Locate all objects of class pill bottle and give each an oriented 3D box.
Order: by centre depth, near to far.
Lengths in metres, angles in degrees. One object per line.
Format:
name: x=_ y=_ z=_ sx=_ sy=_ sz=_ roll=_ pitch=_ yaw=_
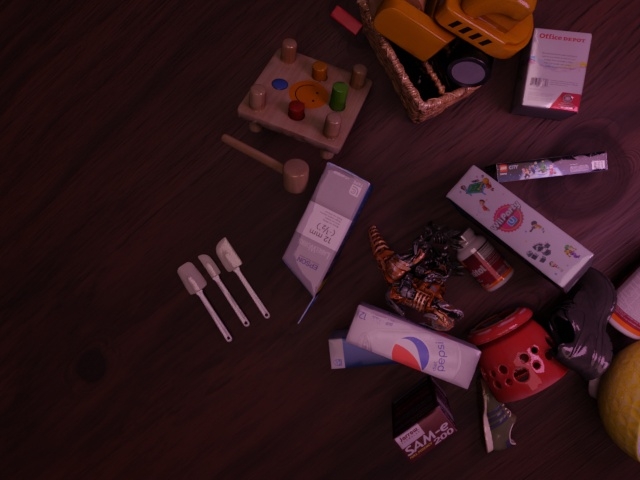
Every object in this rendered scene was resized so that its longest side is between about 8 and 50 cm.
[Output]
pill bottle: x=0.754 y=0.110 z=1.286 sx=0.121 sy=0.121 sz=0.221 roll=33 pitch=117 yaw=4
pill bottle: x=0.388 y=0.044 z=1.378 sx=0.086 sy=0.086 sz=0.152 roll=-42 pitch=87 yaw=8

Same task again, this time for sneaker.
sneaker: x=0.586 y=0.165 z=1.287 sx=0.130 sy=0.109 sz=0.286 roll=26 pitch=52 yaw=-6
sneaker: x=0.442 y=0.430 z=1.411 sx=0.086 sy=0.064 sz=0.192 roll=-6 pitch=94 yaw=1

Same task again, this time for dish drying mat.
dish drying mat: x=0.066 y=-0.551 z=1.420 sx=0.083 sy=0.008 sz=0.032 roll=39 pitch=98 yaw=2

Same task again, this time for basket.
basket: x=0.243 y=-0.450 z=1.297 sx=0.213 sy=0.223 sz=0.299 roll=-28 pitch=89 yaw=7

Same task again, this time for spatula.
spatula: x=-0.254 y=0.136 z=1.501 sx=0.168 sy=0.019 sz=0.242 roll=-33 pitch=90 yaw=2

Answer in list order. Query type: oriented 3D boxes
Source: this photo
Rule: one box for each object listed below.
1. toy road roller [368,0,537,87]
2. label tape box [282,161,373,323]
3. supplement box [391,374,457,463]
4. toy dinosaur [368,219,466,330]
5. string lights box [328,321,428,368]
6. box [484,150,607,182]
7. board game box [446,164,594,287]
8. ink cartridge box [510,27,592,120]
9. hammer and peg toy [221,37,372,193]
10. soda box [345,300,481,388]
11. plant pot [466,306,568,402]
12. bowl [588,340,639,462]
toy road roller: x=0.287 y=-0.493 z=1.140 sx=0.329 sy=0.240 sz=0.203 roll=24 pitch=68 yaw=-16
label tape box: x=0.000 y=0.000 z=1.341 sx=0.115 sy=0.249 sz=0.348 roll=28 pitch=96 yaw=4
supplement box: x=0.239 y=0.413 z=1.341 sx=0.130 sy=0.239 sz=0.073 roll=-39 pitch=88 yaw=8
toy dinosaur: x=0.223 y=0.064 z=1.332 sx=0.218 sy=0.164 sz=0.322 roll=-33 pitch=74 yaw=-13
string lights box: x=0.157 y=0.255 z=1.396 sx=0.259 sy=0.133 sz=0.077 roll=-6 pitch=90 yaw=8
box: x=0.512 y=-0.167 z=1.312 sx=0.233 sy=0.159 sz=0.044 roll=-6 pitch=95 yaw=7
board game box: x=0.442 y=-0.019 z=1.255 sx=0.303 sy=0.224 sz=0.097 roll=44 pitch=100 yaw=24
ink cartridge box: x=0.529 y=-0.381 z=1.312 sx=0.128 sy=0.127 sz=0.176 roll=10 pitch=95 yaw=7
hammer and peg toy: x=-0.056 y=-0.298 z=1.304 sx=0.265 sy=0.127 sz=0.361 roll=22 pitch=57 yaw=6
soda box: x=0.204 y=0.231 z=1.273 sx=0.286 sy=0.098 sz=0.091 roll=21 pitch=91 yaw=7
plant pot: x=0.457 y=0.259 z=1.334 sx=0.191 sy=0.191 sz=0.174 roll=-28 pitch=84 yaw=8
bowl: x=0.720 y=0.340 z=1.304 sx=0.156 sy=0.289 sz=0.290 roll=23 pitch=98 yaw=49
